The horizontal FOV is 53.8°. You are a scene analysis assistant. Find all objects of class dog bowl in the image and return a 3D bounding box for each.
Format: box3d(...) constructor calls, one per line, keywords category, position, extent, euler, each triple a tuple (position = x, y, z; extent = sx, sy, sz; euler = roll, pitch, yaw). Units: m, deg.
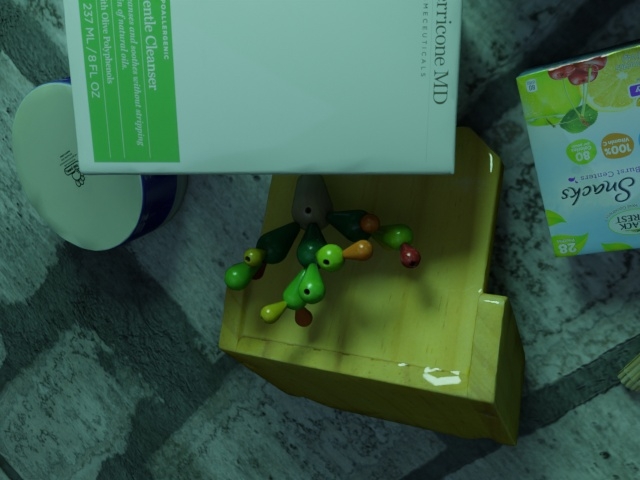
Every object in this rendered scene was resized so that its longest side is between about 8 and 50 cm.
box3d(category="dog bowl", position=(-0.343, -0.121, 0.975), extent=(0.265, 0.104, 0.265), euler=(11, 116, 24))

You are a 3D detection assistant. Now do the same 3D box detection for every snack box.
box3d(category="snack box", position=(0.316, -0.096, 0.653), extent=(0.174, 0.070, 0.207), euler=(-10, 108, 30))

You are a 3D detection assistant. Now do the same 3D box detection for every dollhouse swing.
box3d(category="dollhouse swing", position=(0.093, 0.060, 0.846), extent=(0.347, 0.305, 0.315), euler=(5, 154, 26))

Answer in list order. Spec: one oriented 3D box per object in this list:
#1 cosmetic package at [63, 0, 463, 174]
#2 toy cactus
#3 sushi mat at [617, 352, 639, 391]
box3d(category="cosmetic package", position=(-0.049, -0.170, 0.649), extent=(0.365, 0.155, 0.197), euler=(-1, 105, 3))
box3d(category="toy cactus", position=(0.000, 0.000, 0.720), extent=(0.219, 0.180, 0.112), euler=(-21, 137, 20))
box3d(category="sushi mat", position=(0.416, 0.124, 0.620), extent=(0.151, 0.019, 0.316), euler=(28, 155, 19))
